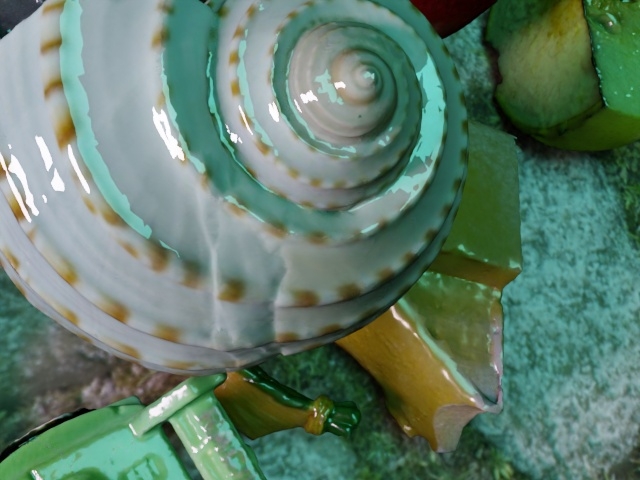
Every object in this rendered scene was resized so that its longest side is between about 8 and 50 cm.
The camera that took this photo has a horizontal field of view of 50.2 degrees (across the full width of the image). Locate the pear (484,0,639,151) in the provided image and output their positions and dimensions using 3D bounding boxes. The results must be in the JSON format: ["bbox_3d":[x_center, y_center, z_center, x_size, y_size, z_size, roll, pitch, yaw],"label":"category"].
[{"bbox_3d":[0.354,-0.237,0.831,0.292,0.159,0.293,5,73,-17],"label":"pear"}]

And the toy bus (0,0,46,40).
[{"bbox_3d":[-0.284,-0.143,0.600,0.144,0.152,0.330,-25,78,-18],"label":"toy bus"}]

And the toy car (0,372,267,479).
[{"bbox_3d":[-0.196,0.248,0.473,0.358,0.176,0.213,-28,80,-23],"label":"toy car"}]

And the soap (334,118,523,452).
[{"bbox_3d":[0.000,0.000,0.629,0.338,0.169,0.305,17,57,-11],"label":"soap"}]

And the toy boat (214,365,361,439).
[{"bbox_3d":[-0.068,0.102,0.609,0.088,0.089,0.229,-43,80,-4],"label":"toy boat"}]

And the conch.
[{"bbox_3d":[-0.059,-0.018,0.448,0.302,0.319,0.215,-15,64,-26],"label":"conch"}]

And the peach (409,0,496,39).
[{"bbox_3d":[0.014,-0.362,0.682,0.416,0.339,0.353,17,104,-11],"label":"peach"}]
